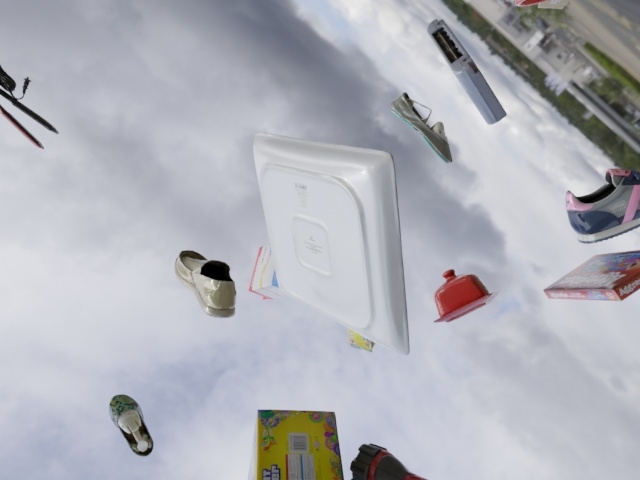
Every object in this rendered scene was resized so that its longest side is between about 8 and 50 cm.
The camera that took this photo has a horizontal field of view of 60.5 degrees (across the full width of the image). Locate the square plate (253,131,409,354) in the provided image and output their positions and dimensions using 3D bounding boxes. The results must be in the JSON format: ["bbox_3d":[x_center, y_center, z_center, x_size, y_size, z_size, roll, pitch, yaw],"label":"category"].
[{"bbox_3d":[0.000,0.000,0.939,0.049,0.343,0.347,-26,-151,-33],"label":"square plate"}]

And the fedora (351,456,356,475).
[{"bbox_3d":[0.163,0.593,1.334,0.194,0.079,0.194,39,-167,-11],"label":"fedora"}]

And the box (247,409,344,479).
[{"bbox_3d":[-0.061,0.562,1.155,0.177,0.279,0.289,4,-146,-9],"label":"box"}]

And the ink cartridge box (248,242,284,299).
[{"bbox_3d":[-0.118,0.079,1.476,0.078,0.231,0.134,24,-113,-27],"label":"ink cartridge box"}]

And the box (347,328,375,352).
[{"bbox_3d":[0.161,0.361,2.186,0.105,0.179,0.043,10,-147,30],"label":"box"}]

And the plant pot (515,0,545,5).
[{"bbox_3d":[0.441,-0.562,0.919,0.275,0.275,0.243,-37,-68,-62],"label":"plant pot"}]

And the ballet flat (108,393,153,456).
[{"bbox_3d":[-0.432,0.434,1.276,0.070,0.070,0.188,-92,-9,-54],"label":"ballet flat"}]

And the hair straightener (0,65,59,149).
[{"bbox_3d":[-0.593,-0.285,1.051,0.230,0.089,0.047,45,172,-10],"label":"hair straightener"}]

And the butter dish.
[{"bbox_3d":[0.343,0.126,1.364,0.160,0.160,0.118,8,-127,-64],"label":"butter dish"}]

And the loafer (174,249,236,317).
[{"bbox_3d":[-0.260,0.082,1.285,0.102,0.092,0.268,10,-161,-40],"label":"loafer"}]

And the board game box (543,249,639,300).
[{"bbox_3d":[0.556,0.067,1.069,0.027,0.145,0.281,56,176,3],"label":"board game box"}]

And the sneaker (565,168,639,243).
[{"bbox_3d":[0.686,-0.113,1.171,0.131,0.319,0.112,59,-165,-9],"label":"sneaker"}]

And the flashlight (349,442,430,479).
[{"bbox_3d":[0.210,0.514,1.133,0.304,0.103,0.103,8,-165,37],"label":"flashlight"}]

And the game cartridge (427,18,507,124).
[{"bbox_3d":[0.357,-0.410,1.345,0.198,0.062,0.297,47,-158,-35],"label":"game cartridge"}]

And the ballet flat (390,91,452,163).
[{"bbox_3d":[0.261,-0.281,1.346,0.213,0.068,0.072,47,-161,12],"label":"ballet flat"}]

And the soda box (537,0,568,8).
[{"bbox_3d":[0.549,-0.587,1.254,0.062,0.058,0.181,7,-173,10],"label":"soda box"}]
